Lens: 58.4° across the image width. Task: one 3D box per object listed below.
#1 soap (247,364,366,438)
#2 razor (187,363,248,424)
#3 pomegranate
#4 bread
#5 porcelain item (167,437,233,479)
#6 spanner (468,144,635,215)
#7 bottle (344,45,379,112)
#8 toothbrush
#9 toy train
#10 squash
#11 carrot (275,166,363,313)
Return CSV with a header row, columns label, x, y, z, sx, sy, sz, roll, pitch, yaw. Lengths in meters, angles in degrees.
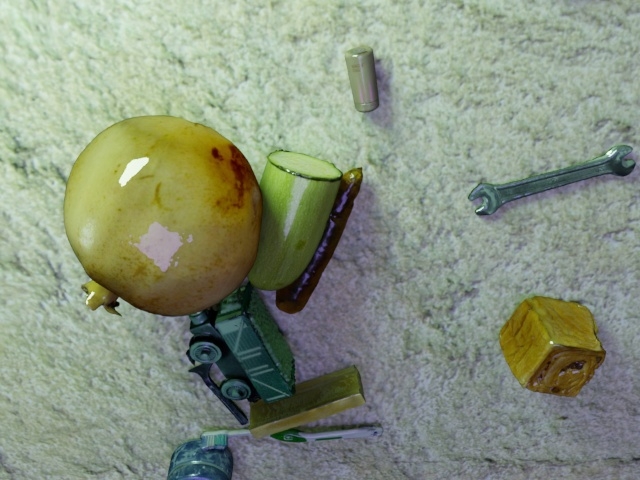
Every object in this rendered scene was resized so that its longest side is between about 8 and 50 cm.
label,x,y,z,sx,sy,sz,roll,pitch,yaw
soap,-0.032,0.341,1.211,0.251,0.092,0.037,-20,117,7
razor,-0.209,0.337,1.230,0.066,0.033,0.190,-24,119,10
pomegranate,-0.239,-0.026,0.862,0.318,0.319,0.320,-2,120,-3
bread,0.463,0.210,1.146,0.158,0.143,0.149,19,123,-14
porcelain item,-0.273,0.538,1.294,0.147,0.114,0.147,-1,119,-2
spanner,0.415,-0.110,1.032,0.301,0.017,0.071,-17,119,6
bottle,0.067,-0.254,0.908,0.045,0.045,0.097,-11,121,2
toothbrush,-0.062,0.440,1.302,0.417,0.040,0.042,-2,135,-8
toy train,-0.154,0.218,1.121,0.154,0.115,0.270,-18,118,13
squash,-0.059,-0.019,0.972,0.132,0.132,0.247,14,113,-12
carrot,0.000,0.000,1.043,0.066,0.066,0.314,21,113,-15
